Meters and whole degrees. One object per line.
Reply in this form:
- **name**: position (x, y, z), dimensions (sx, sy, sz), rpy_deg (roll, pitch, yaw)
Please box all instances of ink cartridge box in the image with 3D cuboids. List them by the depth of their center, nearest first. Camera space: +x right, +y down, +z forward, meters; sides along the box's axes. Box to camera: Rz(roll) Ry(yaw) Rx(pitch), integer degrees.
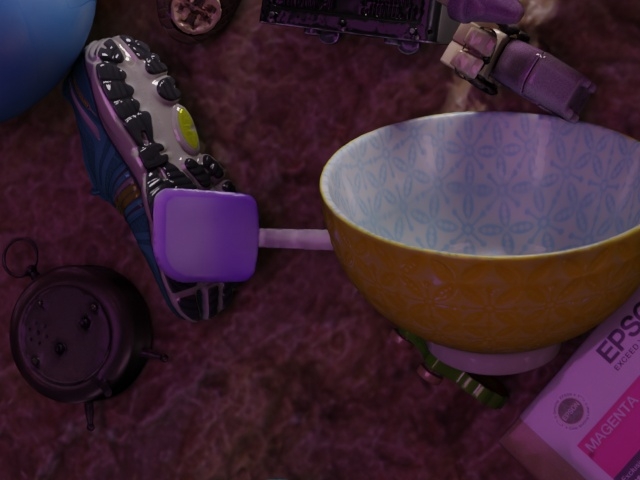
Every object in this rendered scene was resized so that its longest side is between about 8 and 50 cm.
- **ink cartridge box**: position (0.297, 0.145, 1.636), dimensions (0.193, 0.088, 0.234), rpy_deg (42, 103, 14)

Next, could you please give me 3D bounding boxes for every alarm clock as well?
- **alarm clock**: position (-0.240, 0.073, 1.840), dimensions (0.129, 0.064, 0.192), rpy_deg (-44, 73, 14)

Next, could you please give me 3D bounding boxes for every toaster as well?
- **toaster**: position (0.044, -0.262, 1.718), dimensions (0.168, 0.110, 0.185), rpy_deg (8, 92, 19)

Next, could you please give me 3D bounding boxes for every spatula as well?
- **spatula**: position (0.000, 0.000, 1.734), dimensions (0.296, 0.030, 0.084), rpy_deg (2, 91, 4)

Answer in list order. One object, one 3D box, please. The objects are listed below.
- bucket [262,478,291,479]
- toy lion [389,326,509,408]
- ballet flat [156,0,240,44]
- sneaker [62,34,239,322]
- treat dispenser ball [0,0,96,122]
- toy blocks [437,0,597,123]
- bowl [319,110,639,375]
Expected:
- **bucket**: position (-0.052, 0.346, 1.704), dimensions (0.281, 0.183, 0.281), rpy_deg (0, 89, 19)
- **toy lion**: position (0.118, 0.108, 1.705), dimensions (0.034, 0.096, 0.100), rpy_deg (-55, 34, 11)
- **ballet flat**: position (-0.076, -0.292, 1.776), dimensions (0.084, 0.058, 0.250), rpy_deg (26, 96, -19)
- **sneaker**: position (-0.155, -0.054, 1.805), dimensions (0.110, 0.107, 0.275), rpy_deg (-25, 86, 50)
- **treat dispenser ball**: position (-0.344, -0.238, 1.759), dimensions (0.288, 0.288, 0.288), rpy_deg (0, 89, 19)
- **toy blocks**: position (0.266, -0.218, 1.545), dimensions (0.260, 0.288, 0.309), rpy_deg (33, 96, 22)
- **bowl**: position (0.145, 0.017, 1.618), dimensions (0.289, 0.289, 0.156), rpy_deg (8, 118, 19)
